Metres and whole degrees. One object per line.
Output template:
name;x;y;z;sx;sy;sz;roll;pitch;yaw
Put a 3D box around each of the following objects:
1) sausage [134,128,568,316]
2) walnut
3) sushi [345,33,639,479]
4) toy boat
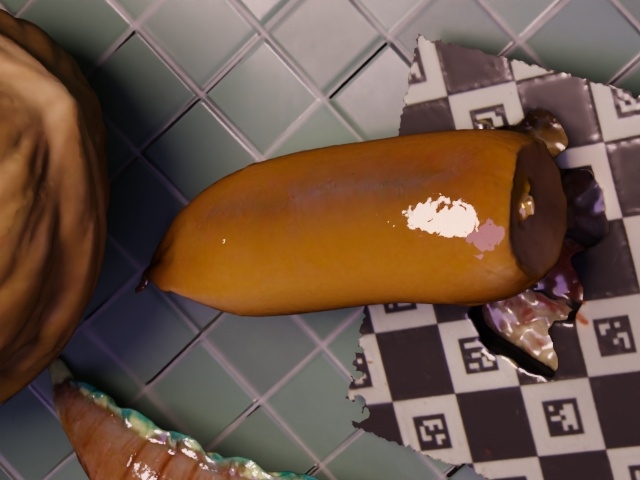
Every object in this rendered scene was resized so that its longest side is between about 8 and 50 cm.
sausage;0.001;-0.005;1.275;0.328;0.112;0.112;-7;103;33
walnut;-0.285;-0.018;1.256;0.332;0.333;0.333;4;105;13
sushi;0.157;0.029;1.280;0.264;0.050;0.290;18;111;26
toy boat;-0.080;0.178;1.369;0.293;0.099;0.108;25;135;6
